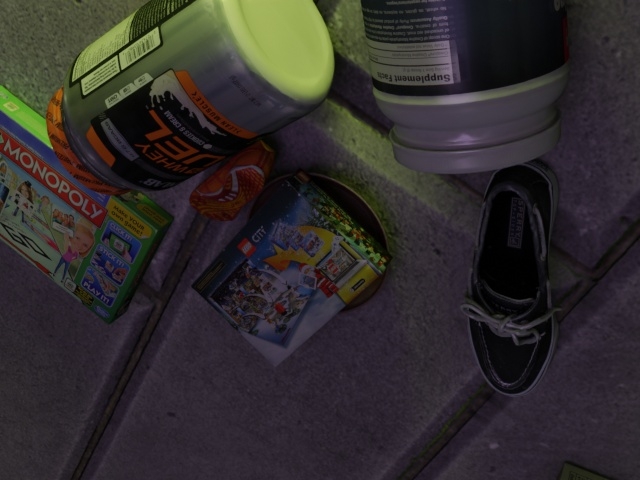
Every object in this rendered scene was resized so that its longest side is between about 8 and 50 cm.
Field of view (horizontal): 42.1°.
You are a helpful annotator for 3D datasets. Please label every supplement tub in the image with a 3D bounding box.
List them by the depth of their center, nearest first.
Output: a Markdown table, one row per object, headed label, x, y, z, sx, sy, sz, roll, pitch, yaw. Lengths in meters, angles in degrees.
| label | x | y | z | sx | sy | sz | roll | pitch | yaw |
| --- | --- | --- | --- | --- | --- | --- | --- | --- | --- |
| supplement tub | 0.134 | -0.219 | 0.784 | 0.191 | 0.191 | 0.272 | 1 | 116 | 26 |
| supplement tub | -0.157 | -0.176 | 0.948 | 0.316 | 0.193 | 0.193 | -23 | 104 | 34 |

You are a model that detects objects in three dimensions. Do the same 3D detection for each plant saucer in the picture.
| label | x | y | z | sx | sy | sz | roll | pitch | yaw |
| --- | --- | --- | --- | --- | --- | --- | --- | --- | --- |
| plant saucer | 0.000 | 0.000 | 1.060 | 0.198 | 0.036 | 0.198 | 11 | 120 | 20 |

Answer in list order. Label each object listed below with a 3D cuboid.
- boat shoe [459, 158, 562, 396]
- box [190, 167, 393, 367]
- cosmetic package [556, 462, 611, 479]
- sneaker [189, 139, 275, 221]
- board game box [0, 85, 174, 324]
| label | x | y | z | sx | sy | sz | roll | pitch | yaw |
| --- | --- | --- | --- | --- | --- | --- | --- | --- | --- |
| boat shoe | 0.218 | 0.063 | 0.944 | 0.113 | 0.105 | 0.306 | 13 | 120 | 20 |
| box | -0.042 | 0.041 | 1.052 | 0.159 | 0.044 | 0.233 | 45 | 126 | -1 |
| cosmetic package | 0.417 | 0.410 | 0.999 | 0.309 | 0.160 | 0.113 | 21 | 124 | 16 |
| sneaker | -0.110 | -0.073 | 1.068 | 0.064 | 0.067 | 0.175 | 40 | 143 | -22 |
| board game box | -0.386 | -0.047 | 1.219 | 0.317 | 0.046 | 0.213 | 37 | 126 | 4 |
